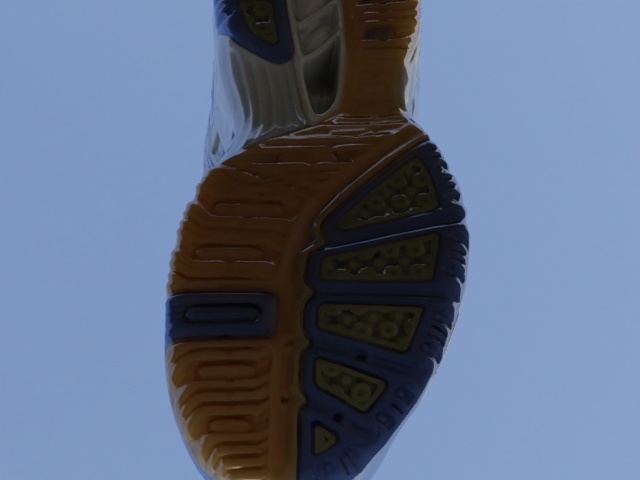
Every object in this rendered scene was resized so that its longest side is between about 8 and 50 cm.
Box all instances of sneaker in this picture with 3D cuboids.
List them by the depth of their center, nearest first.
[{"bbox_3d":[0.000,0.000,0.733,0.112,0.131,0.296,5,-131,0],"label":"sneaker"}]
